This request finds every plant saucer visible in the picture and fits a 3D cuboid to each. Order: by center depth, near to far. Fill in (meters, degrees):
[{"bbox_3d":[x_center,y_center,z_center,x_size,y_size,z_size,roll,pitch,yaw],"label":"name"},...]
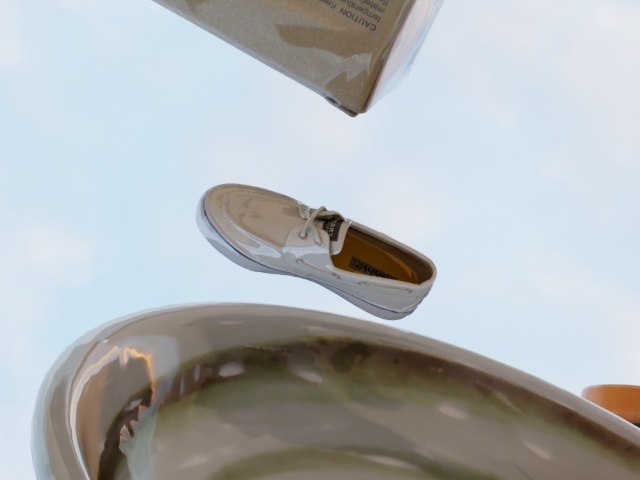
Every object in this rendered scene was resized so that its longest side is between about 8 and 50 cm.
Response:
[{"bbox_3d":[0.053,0.164,0.875,0.400,0.100,0.400,18,-160,-7],"label":"plant saucer"}]

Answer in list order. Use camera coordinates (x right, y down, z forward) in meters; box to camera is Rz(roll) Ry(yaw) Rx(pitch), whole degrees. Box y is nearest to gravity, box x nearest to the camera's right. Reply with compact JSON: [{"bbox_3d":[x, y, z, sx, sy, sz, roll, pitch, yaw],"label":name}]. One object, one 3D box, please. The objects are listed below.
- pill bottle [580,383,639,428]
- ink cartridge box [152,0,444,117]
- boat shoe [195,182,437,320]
[{"bbox_3d":[0.222,0.231,1.417,0.130,0.130,0.245,11,-103,-17],"label":"pill bottle"},{"bbox_3d":[-0.029,-0.205,0.977,0.235,0.193,0.088,30,-155,9],"label":"ink cartridge box"},{"bbox_3d":[0.000,0.000,0.770,0.100,0.035,0.035,26,-122,-9],"label":"boat shoe"}]
